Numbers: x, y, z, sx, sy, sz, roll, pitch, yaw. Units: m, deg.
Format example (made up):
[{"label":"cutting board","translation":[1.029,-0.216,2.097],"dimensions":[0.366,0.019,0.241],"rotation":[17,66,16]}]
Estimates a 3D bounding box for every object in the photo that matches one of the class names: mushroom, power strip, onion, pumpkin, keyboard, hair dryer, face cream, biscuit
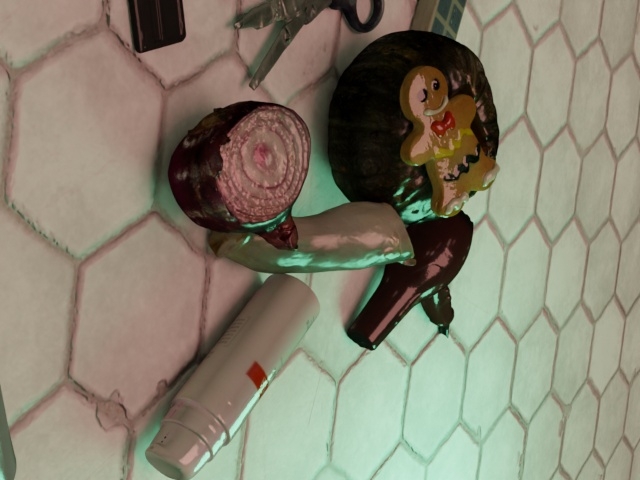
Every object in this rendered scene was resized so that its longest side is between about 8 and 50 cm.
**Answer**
[{"label":"mushroom","translation":[-0.002,0.001,1.641],"dimensions":[0.351,0.097,0.109],"rotation":[-3,145,-33]},{"label":"power strip","translation":[0.190,-0.327,1.973],"dimensions":[0.106,0.043,0.367],"rotation":[31,72,-54]},{"label":"onion","translation":[-0.098,-0.072,1.485],"dimensions":[0.195,0.139,0.218],"rotation":[-53,126,-37]},{"label":"pumpkin","translation":[0.149,-0.176,1.785],"dimensions":[0.320,0.192,0.321],"rotation":[-10,107,-34]},{"label":"keyboard","translation":[-0.211,-0.425,1.353],"dimensions":[0.103,0.041,0.381],"rotation":[-30,128,-51]},{"label":"hair dryer","translation":[0.183,0.127,2.052],"dimensions":[0.313,0.123,0.340],"rotation":[-52,149,-21]},{"label":"face cream","translation":[-0.123,0.193,1.572],"dimensions":[0.345,0.102,0.102],"rotation":[-54,138,-35]},{"label":"biscuit","translation":[0.189,-0.153,1.678],"dimensions":[0.158,0.035,0.240],"rotation":[-44,123,-25]}]

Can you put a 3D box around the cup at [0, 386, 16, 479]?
[{"label":"cup","translation":[-0.409,0.071,1.018],"dimensions":[0.323,0.236,0.327],"rotation":[-78,164,-68]}]

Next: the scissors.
[{"label":"scissors","translation":[-0.014,-0.359,1.665],"dimensions":[0.383,0.029,0.256],"rotation":[-52,138,-39]}]
